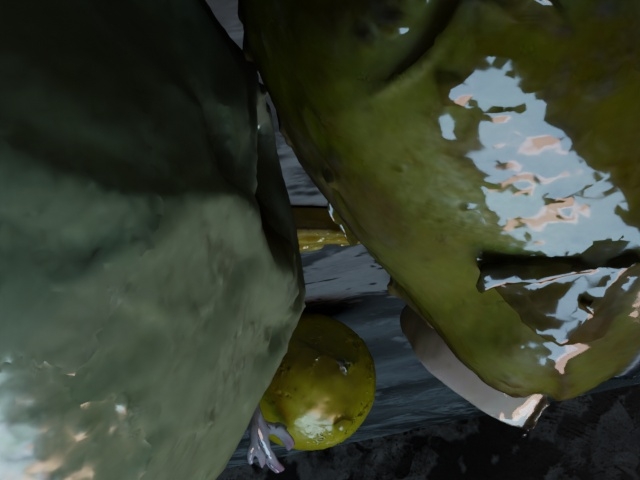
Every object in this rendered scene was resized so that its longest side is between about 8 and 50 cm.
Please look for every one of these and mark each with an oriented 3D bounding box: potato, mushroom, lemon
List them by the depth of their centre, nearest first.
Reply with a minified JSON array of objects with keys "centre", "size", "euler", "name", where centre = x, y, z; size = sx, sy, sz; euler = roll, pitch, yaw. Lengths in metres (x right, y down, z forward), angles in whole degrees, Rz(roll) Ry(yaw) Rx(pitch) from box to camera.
[{"centre":[0.058,-0.082,0.641],"size":[0.196,0.246,0.299],"euler":[1,122,-5],"name":"potato"},{"centre":[0.204,0.069,1.661],"size":[0.162,0.173,0.236],"euler":[-58,-175,24],"name":"mushroom"},{"centre":[-0.021,0.173,1.805],"size":[0.174,0.173,0.206],"euler":[-3,-174,-23],"name":"lemon"}]

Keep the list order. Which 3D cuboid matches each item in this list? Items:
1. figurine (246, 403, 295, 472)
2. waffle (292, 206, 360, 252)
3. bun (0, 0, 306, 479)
[{"centre":[-0.176,0.196,1.589],"size":[0.206,0.284,0.315],"euler":[-3,-156,15],"name":"figurine"},{"centre":[0.000,0.000,1.400],"size":[0.191,0.032,0.125],"euler":[3,160,-35],"name":"waffle"},{"centre":[-0.116,-0.018,0.662],"size":[0.202,0.364,0.364],"euler":[-13,166,5],"name":"bun"}]
